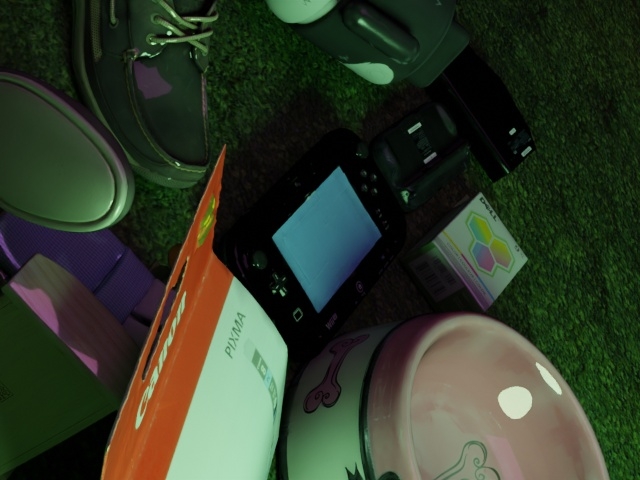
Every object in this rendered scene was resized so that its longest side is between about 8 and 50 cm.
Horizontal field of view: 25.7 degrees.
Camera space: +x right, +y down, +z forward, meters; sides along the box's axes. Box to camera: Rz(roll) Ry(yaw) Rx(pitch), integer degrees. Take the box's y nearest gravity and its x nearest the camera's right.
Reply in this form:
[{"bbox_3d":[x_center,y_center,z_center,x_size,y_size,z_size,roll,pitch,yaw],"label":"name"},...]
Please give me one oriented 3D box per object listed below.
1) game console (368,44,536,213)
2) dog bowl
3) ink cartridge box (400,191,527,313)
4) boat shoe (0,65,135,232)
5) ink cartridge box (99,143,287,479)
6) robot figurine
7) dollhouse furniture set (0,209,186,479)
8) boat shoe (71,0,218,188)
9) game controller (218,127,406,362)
[{"bbox_3d":[0.160,-0.152,1.859,0.213,0.044,0.361,55,38,-2],"label":"game console"},{"bbox_3d":[0.154,0.257,1.497,0.408,0.150,0.408,27,48,-34],"label":"dog bowl"},{"bbox_3d":[0.193,0.013,1.769,0.109,0.062,0.209,54,38,-4],"label":"ink cartridge box"},{"bbox_3d":[-0.269,-0.097,1.179,0.335,0.112,0.095,23,14,27],"label":"boat shoe"},{"bbox_3d":[-0.091,0.163,1.135,0.091,0.385,0.308,13,47,3],"label":"ink cartridge box"},{"bbox_3d":[0.056,-0.304,1.737,0.278,0.209,0.173,30,76,-32],"label":"robot figurine"},{"bbox_3d":[-0.229,0.004,1.210,0.286,0.198,0.303,49,39,-13],"label":"dollhouse furniture set"},{"bbox_3d":[-0.182,-0.229,1.467,0.132,0.130,0.355,-1,67,-47],"label":"boat shoe"},{"bbox_3d":[0.000,0.000,1.566,0.166,0.067,0.319,52,40,-9],"label":"game controller"}]
